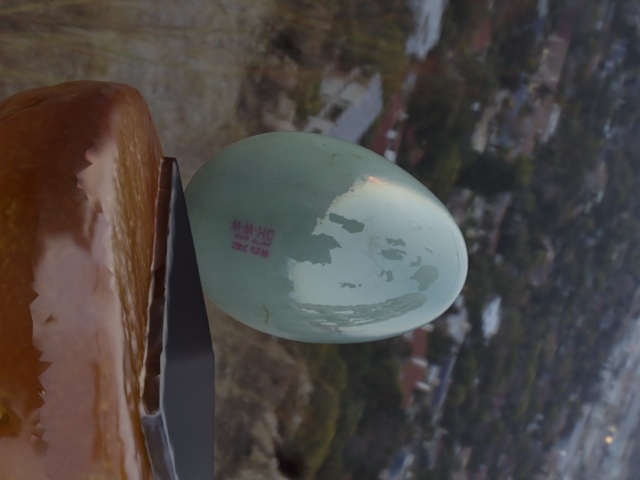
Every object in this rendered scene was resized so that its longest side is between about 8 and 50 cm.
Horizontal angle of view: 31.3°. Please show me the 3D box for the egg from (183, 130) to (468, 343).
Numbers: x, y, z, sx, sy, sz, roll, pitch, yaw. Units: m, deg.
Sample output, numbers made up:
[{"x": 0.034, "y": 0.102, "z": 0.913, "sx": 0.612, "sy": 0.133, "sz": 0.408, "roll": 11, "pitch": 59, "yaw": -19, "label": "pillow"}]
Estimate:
[{"x": 0.000, "y": 0.000, "z": 1.002, "sx": 0.183, "sy": 0.264, "sz": 0.182, "roll": 14, "pitch": 90, "yaw": -73, "label": "egg"}]

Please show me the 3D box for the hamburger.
[{"x": -0.161, "y": 0.068, "z": 0.470, "sx": 0.291, "sy": 0.225, "sz": 0.290, "roll": -8, "pitch": 90, "yaw": -88, "label": "hamburger"}]
